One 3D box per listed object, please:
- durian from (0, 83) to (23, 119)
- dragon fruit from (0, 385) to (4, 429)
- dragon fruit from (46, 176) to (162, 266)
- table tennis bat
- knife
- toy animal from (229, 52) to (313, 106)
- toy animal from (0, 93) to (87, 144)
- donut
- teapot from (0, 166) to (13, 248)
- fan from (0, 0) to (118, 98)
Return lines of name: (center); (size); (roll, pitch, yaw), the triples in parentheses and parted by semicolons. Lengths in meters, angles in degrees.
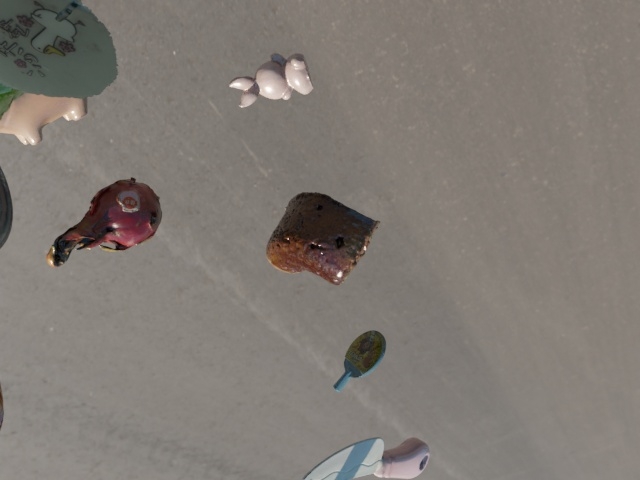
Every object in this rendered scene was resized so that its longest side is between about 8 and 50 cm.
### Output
durian: (-0.560, -0.293, 1.045); (0.339, 0.204, 0.256); (-44, 179, 9)
dragon fruit: (-0.620, 0.220, 0.959); (0.189, 0.290, 0.290); (-17, 151, -42)
dragon fruit: (-0.273, -0.021, 0.831); (0.094, 0.190, 0.094); (10, 119, 19)
table tennis bat: (0.082, 0.259, 1.369); (0.155, 0.100, 0.019); (-50, 124, -1)
knife: (0.088, 0.357, 1.033); (0.336, 0.043, 0.081); (18, 93, -52)
toy animal: (-0.130, -0.421, 1.667); (0.212, 0.124, 0.124); (-14, 142, -1)
toy animal: (-0.679, -0.340, 1.394); (0.237, 0.326, 0.269); (0, 122, 48)
donut: (-0.009, -0.006, 1.043); (0.186, 0.126, 0.144); (26, 156, 16)
teapot: (-0.594, 0.009, 0.821); (0.312, 0.315, 0.233); (-22, 164, 11)
fan: (-0.371, -0.336, 0.933); (0.233, 0.415, 0.012); (36, 131, -16)
